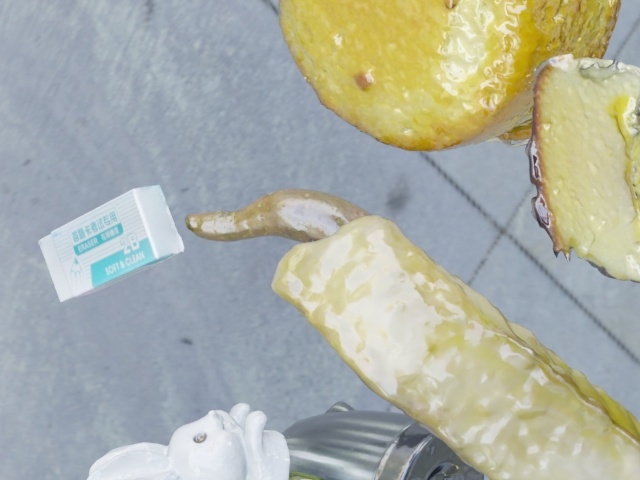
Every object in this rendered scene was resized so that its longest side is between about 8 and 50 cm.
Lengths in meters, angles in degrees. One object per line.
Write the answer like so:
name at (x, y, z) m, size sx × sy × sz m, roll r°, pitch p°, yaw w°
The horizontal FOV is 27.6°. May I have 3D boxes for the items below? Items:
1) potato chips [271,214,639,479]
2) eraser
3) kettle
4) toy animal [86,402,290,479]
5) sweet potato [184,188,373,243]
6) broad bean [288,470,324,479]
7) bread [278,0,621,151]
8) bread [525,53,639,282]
potato chips at (0.143, 0.124, 0.543) m, size 0.407 × 0.080 × 0.057 m, roll 41°, pitch 91°, yaw -29°
eraser at (-0.275, 0.006, 1.691) m, size 0.052 × 0.225 × 0.095 m, roll -18°, pitch 87°, yaw -47°
kettle at (0.042, 0.329, 1.685) m, size 0.207 × 0.271 × 0.250 m, roll 14°, pitch 88°, yaw -52°
toy animal at (-0.152, 0.239, 1.476) m, size 0.221 × 0.104 × 0.130 m, roll 8°, pitch 107°, yaw -19°
sweet potato at (-0.002, -0.007, 1.627) m, size 0.346 × 0.108 × 0.079 m, roll 16°, pitch 30°, yaw 5°
broad bean at (-0.070, 0.313, 1.599) m, size 0.048 × 0.214 × 0.070 m, roll 47°, pitch 53°, yaw -53°
bread at (0.107, -0.248, 1.244) m, size 0.204 × 0.358 × 0.337 m, roll -28°, pitch 52°, yaw -36°
bread at (0.235, -0.056, 1.061) m, size 0.169 × 0.140 × 0.160 m, roll 21°, pitch 89°, yaw -45°
